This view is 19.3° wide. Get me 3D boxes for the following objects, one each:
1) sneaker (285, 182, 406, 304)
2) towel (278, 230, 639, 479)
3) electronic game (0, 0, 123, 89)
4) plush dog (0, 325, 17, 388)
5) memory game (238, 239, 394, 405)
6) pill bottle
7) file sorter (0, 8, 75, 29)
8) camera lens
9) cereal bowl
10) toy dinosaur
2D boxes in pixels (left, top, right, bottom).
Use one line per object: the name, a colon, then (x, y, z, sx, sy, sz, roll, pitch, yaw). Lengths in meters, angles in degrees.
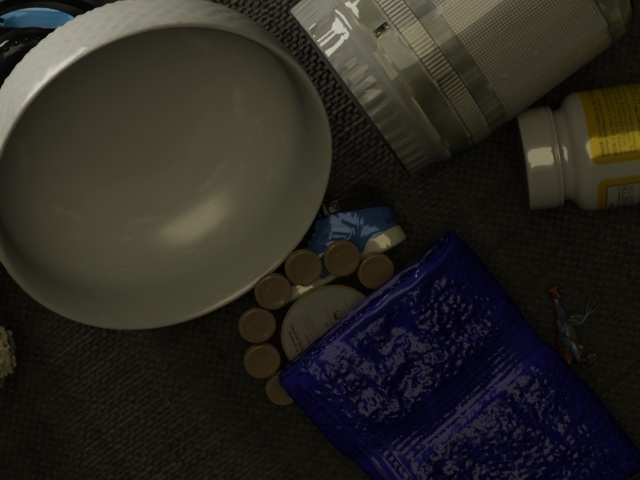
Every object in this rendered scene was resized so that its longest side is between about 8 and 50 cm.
sneaker: (0.000, 0.000, 1.861, 0.152, 0.058, 0.084, -30, 86, 5)
towel: (0.139, 0.174, 1.819, 0.228, 0.076, 0.308, -41, 98, 4)
electronic game: (-0.279, -0.162, 1.795, 0.229, 0.048, 0.229, -13, 128, -18)
plush dog: (-0.405, 0.005, 1.820, 0.262, 0.210, 0.225, 12, 55, 2)
memory game: (0.010, 0.088, 1.846, 0.186, 0.012, 0.186, -5, 112, -12)
pill bottle: (0.297, -0.092, 1.818, 0.208, 0.119, 0.119, -8, 89, 2)
file sorter: (-0.269, -0.298, 1.851, 0.118, 0.104, 0.170, 2, 90, 3)
camera lens: (0.138, -0.218, 1.775, 0.274, 0.219, 0.219, -37, 88, 2)
cereal bowl: (-0.167, -0.087, 1.779, 0.339, 0.141, 0.339, -13, 128, -18)
toy dinosaur: (0.240, 0.089, 1.860, 0.090, 0.047, 0.082, -43, 70, 12)
